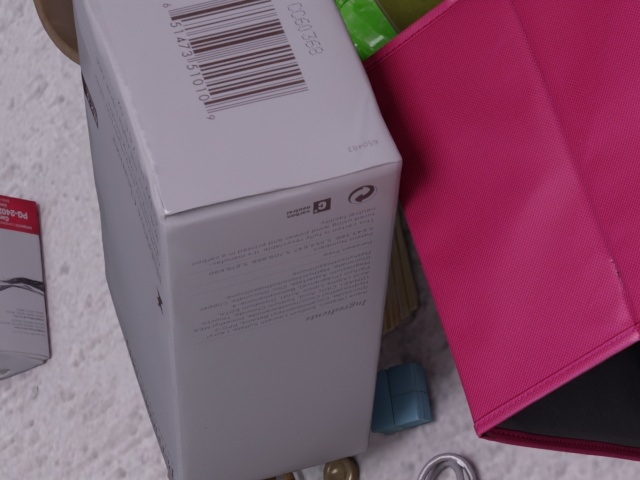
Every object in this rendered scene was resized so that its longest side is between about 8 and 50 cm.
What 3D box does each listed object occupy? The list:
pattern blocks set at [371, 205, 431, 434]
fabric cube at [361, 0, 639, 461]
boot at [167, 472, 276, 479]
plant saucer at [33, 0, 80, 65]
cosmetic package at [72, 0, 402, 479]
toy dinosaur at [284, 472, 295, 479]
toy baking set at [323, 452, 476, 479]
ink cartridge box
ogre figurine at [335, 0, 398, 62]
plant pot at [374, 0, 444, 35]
[{"bbox_3d":[0.000,0.000,1.542,0.285,0.026,0.325,-8,76,40],"label":"pattern blocks set"},{"bbox_3d":[0.220,-0.038,1.204,0.259,0.254,0.258,-35,58,32],"label":"fabric cube"},{"bbox_3d":[-0.086,0.192,1.570,0.118,0.042,0.087,-58,47,21],"label":"boot"},{"bbox_3d":[-0.151,-0.279,1.725,0.278,0.041,0.278,-10,75,41],"label":"plant saucer"},{"bbox_3d":[-0.059,-0.009,1.334,0.385,0.156,0.217,95,157,-56],"label":"cosmetic package"},{"bbox_3d":[0.017,0.219,1.445,0.211,0.064,0.112,-5,40,53],"label":"toy dinosaur"},{"bbox_3d":[0.048,0.253,1.447,0.256,0.030,0.197,-5,78,41],"label":"toy baking set"},{"bbox_3d":[-0.306,0.046,1.782,0.109,0.063,0.150,-21,68,37],"label":"ink cartridge box"},{"bbox_3d":[0.051,-0.132,1.439,0.097,0.118,0.197,-26,57,6],"label":"ogre figurine"},{"bbox_3d":[0.163,-0.288,1.321,0.293,0.275,0.275,-25,65,19],"label":"plant pot"}]
